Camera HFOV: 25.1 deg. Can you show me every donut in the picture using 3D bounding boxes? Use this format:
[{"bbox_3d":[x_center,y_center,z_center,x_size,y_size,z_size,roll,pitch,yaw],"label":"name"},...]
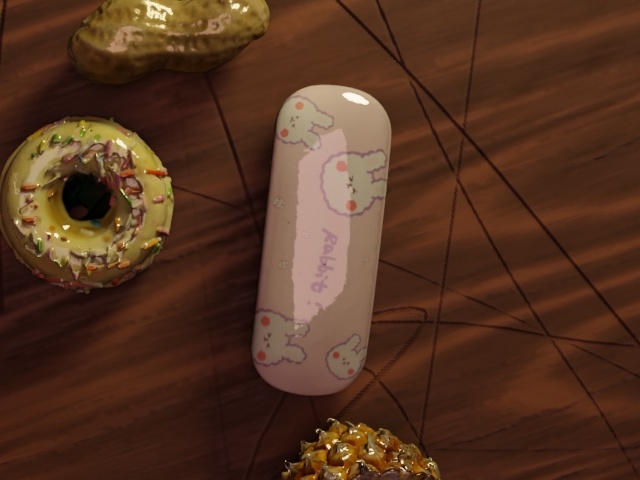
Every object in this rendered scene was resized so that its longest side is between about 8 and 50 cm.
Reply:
[{"bbox_3d":[-0.224,-0.034,1.364,0.175,0.068,0.174,0,93,-2],"label":"donut"}]

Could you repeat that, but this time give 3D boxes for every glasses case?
[{"bbox_3d":[0.000,0.000,1.372,0.113,0.075,0.296,6,94,-5],"label":"glasses case"}]

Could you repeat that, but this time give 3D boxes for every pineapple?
[{"bbox_3d":[0.030,0.227,1.366,0.161,0.137,0.176,-45,130,17],"label":"pineapple"}]

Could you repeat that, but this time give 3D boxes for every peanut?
[{"bbox_3d":[-0.143,-0.198,1.351,0.193,0.089,0.089,-9,94,-6],"label":"peanut"}]
